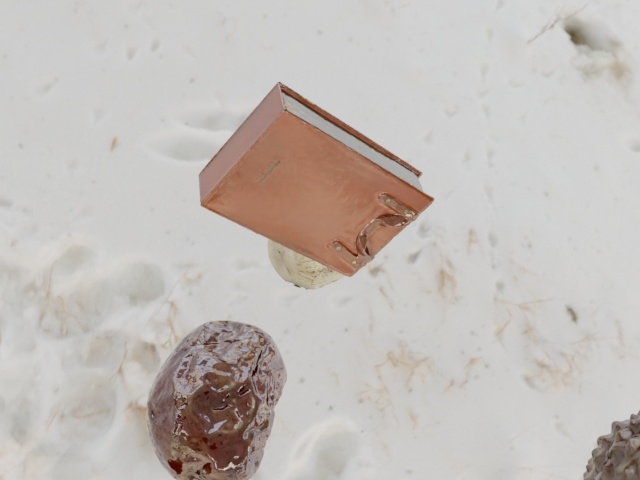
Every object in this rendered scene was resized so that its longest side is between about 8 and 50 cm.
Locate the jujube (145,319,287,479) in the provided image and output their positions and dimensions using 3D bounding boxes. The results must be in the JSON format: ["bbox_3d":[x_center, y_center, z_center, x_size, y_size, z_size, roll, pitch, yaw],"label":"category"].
[{"bbox_3d":[-0.213,0.334,1.593,0.276,0.276,0.377,31,28,-6],"label":"jujube"}]

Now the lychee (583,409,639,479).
[{"bbox_3d":[0.308,0.235,0.619,0.200,0.200,0.238,-31,122,-31],"label":"lychee"}]

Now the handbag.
[{"bbox_3d":[-0.001,-0.048,0.716,0.190,0.127,0.063,27,32,-34],"label":"handbag"}]

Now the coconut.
[{"bbox_3d":[0.000,0.000,0.931,0.124,0.110,0.110,-20,75,-36],"label":"coconut"}]
